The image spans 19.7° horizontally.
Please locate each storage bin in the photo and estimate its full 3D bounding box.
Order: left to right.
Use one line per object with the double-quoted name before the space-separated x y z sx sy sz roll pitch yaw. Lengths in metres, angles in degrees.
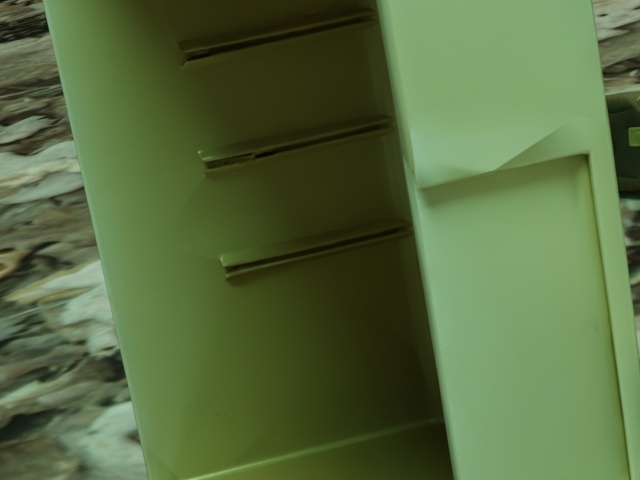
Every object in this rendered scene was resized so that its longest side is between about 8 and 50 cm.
"storage bin" 0.000 0.000 0.544 0.123 0.262 0.260 -12 17 -9

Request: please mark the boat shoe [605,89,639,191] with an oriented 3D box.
"boat shoe" 0.207 -0.052 0.911 0.072 0.068 0.190 -8 13 -30
